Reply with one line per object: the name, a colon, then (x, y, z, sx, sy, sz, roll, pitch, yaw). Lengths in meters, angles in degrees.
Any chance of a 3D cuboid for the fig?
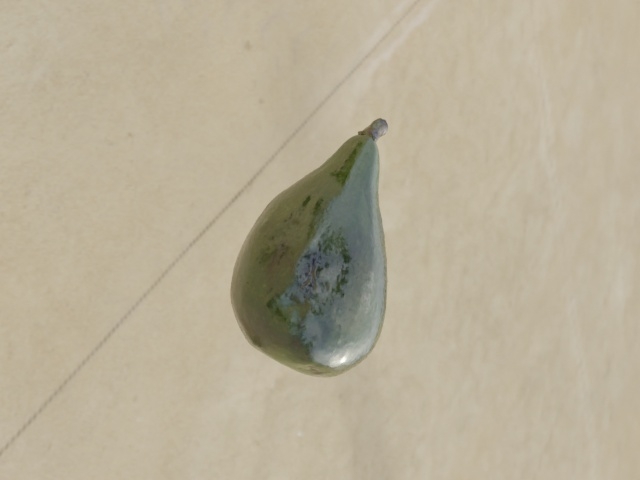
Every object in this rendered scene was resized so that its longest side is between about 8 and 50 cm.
fig: (0.000, 0.000, 0.613, 0.117, 0.117, 0.177, 13, 88, -58)
